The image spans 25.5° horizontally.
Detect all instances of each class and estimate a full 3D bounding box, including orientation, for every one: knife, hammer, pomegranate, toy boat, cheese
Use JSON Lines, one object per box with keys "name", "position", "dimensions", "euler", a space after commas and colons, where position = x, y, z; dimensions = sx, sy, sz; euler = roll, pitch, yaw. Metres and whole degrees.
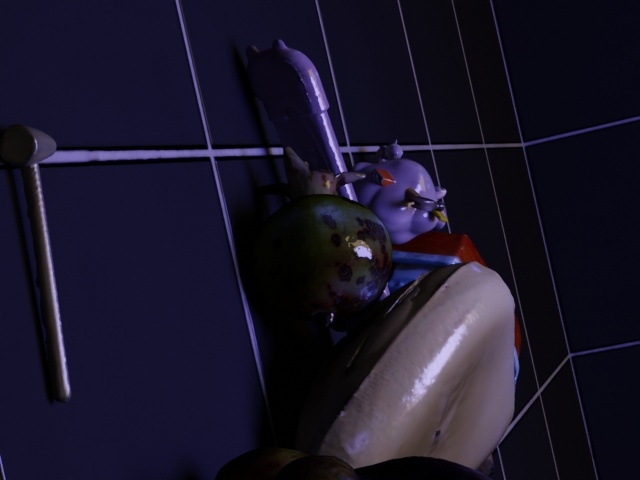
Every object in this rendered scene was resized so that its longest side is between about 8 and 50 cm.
{"name": "knife", "position": [0.019, -0.031, 1.530], "dimensions": [0.038, 0.132, 0.398], "euler": [-39, 115, -47]}
{"name": "hammer", "position": [-0.192, 0.017, 0.998], "dimensions": [0.060, 0.028, 0.195], "euler": [14, 68, -78]}
{"name": "pomegranate", "position": [-0.001, 0.006, 1.422], "dimensions": [0.169, 0.149, 0.148], "euler": [-101, 168, -52]}
{"name": "toy boat", "position": [0.183, 0.135, 1.912], "dimensions": [0.332, 0.145, 0.133], "euler": [58, 48, -42]}
{"name": "cheese", "position": [0.082, 0.175, 1.409], "dimensions": [0.316, 0.128, 0.259], "euler": [-32, 129, -37]}

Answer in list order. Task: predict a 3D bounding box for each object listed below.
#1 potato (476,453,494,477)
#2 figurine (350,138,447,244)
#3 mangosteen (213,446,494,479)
{"name": "potato", "position": [0.161, 0.253, 1.823], "dimensions": [0.172, 0.101, 0.089], "euler": [55, 23, -44]}
{"name": "figurine", "position": [0.099, -0.059, 1.828], "dimensions": [0.137, 0.112, 0.229], "euler": [40, 16, -5]}
{"name": "mangosteen", "position": [0.044, 0.312, 1.107], "dimensions": [0.330, 0.330, 0.330], "euler": [-12, 90, -73]}
